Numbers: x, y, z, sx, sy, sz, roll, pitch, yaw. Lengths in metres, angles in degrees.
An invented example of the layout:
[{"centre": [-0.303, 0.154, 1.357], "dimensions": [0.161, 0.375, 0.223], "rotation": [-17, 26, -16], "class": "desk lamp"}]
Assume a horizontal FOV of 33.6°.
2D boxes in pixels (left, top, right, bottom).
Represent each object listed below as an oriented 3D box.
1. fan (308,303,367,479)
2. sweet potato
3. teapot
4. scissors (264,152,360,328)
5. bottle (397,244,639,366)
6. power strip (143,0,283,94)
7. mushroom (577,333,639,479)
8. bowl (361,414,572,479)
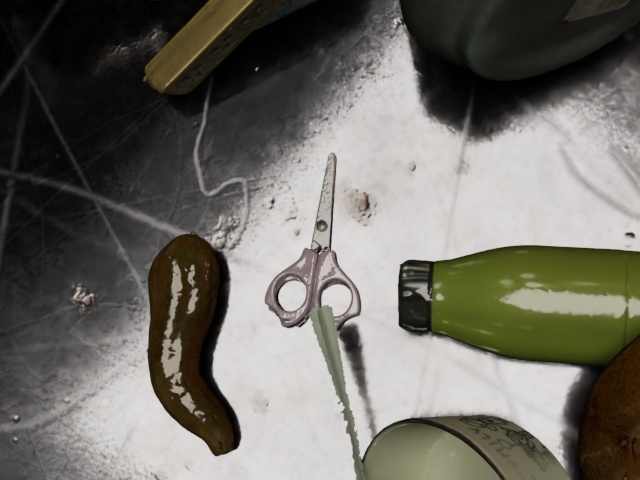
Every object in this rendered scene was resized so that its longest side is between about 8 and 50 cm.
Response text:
[{"centre": [0.050, 0.261, 0.974], "dimensions": [0.233, 0.012, 0.415], "rotation": [-14, 86, 46], "class": "fan"}, {"centre": [-0.138, 0.106, 1.083], "dimensions": [0.081, 0.062, 0.233], "rotation": [-7, 84, 6], "class": "sweet potato"}, {"centre": [0.199, -0.375, 1.009], "dimensions": [0.376, 0.305, 0.362], "rotation": [-17, 70, -23], "class": "teapot"}, {"centre": [0.000, 0.000, 1.101], "dimensions": [0.100, 0.015, 0.189], "rotation": [6, 80, 8], "class": "scissors"}, {"centre": [0.204, 0.060, 1.011], "dimensions": [0.260, 0.112, 0.112], "rotation": [3, 82, 9], "class": "bottle"}, {"centre": [-0.071, -0.246, 1.073], "dimensions": [0.305, 0.064, 0.044], "rotation": [-40, 80, 24], "class": "power strip"}, {"centre": [0.367, 0.195, 0.918], "dimensions": [0.278, 0.163, 0.297], "rotation": [-23, 108, -3], "class": "mushroom"}, {"centre": [0.150, 0.259, 0.957], "dimensions": [0.126, 0.237, 0.238], "rotation": [-14, 76, -38], "class": "bowl"}]
